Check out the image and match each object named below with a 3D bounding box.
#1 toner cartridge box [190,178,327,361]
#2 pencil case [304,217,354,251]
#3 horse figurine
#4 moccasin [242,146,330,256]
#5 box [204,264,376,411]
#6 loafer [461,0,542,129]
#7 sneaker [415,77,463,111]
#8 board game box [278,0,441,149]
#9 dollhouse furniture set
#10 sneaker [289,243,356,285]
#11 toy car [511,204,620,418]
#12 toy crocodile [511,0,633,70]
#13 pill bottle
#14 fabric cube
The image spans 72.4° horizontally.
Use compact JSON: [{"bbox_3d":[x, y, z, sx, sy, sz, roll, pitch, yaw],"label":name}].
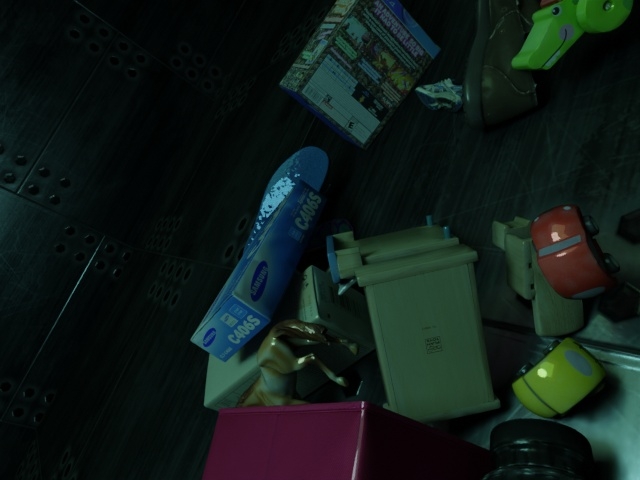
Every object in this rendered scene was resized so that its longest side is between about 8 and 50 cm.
[{"bbox_3d":[-0.101,0.040,0.814,0.165,0.075,0.347,-46,13,38],"label":"toner cartridge box"},{"bbox_3d":[0.000,0.000,0.959,0.152,0.064,0.070,-22,31,44],"label":"pencil case"},{"bbox_3d":[-0.041,0.208,0.666,0.066,0.175,0.263,-55,-23,-58],"label":"horse figurine"},{"bbox_3d":[-0.085,-0.071,1.062,0.138,0.117,0.341,36,100,14],"label":"moccasin"},{"bbox_3d":[-0.064,0.202,0.799,0.311,0.148,0.121,-40,35,24],"label":"box"},{"bbox_3d":[0.340,-0.358,0.767,0.130,0.134,0.365,6,76,27],"label":"loafer"},{"bbox_3d":[0.251,-0.302,0.896,0.058,0.052,0.135,-47,39,-1],"label":"sneaker"},{"bbox_3d":[0.089,-0.408,1.029,0.291,0.232,0.141,-53,32,8],"label":"board game box"},{"bbox_3d":[0.170,0.079,0.647,0.287,0.198,0.303,-12,12,1],"label":"dollhouse furniture set"},{"bbox_3d":[-0.042,0.083,0.893,0.290,0.123,0.105,-40,38,28],"label":"sneaker"},{"bbox_3d":[0.298,0.094,0.407,0.225,0.053,0.238,12,106,40],"label":"toy car"},{"bbox_3d":[0.398,-0.377,0.592,0.340,0.105,0.115,-48,12,20],"label":"toy crocodile"},{"bbox_3d":[0.194,0.277,0.372,0.123,0.123,0.219,-29,26,38],"label":"pill bottle"},{"bbox_3d":[0.021,0.336,0.460,0.259,0.254,0.258,-24,45,43],"label":"fabric cube"}]
